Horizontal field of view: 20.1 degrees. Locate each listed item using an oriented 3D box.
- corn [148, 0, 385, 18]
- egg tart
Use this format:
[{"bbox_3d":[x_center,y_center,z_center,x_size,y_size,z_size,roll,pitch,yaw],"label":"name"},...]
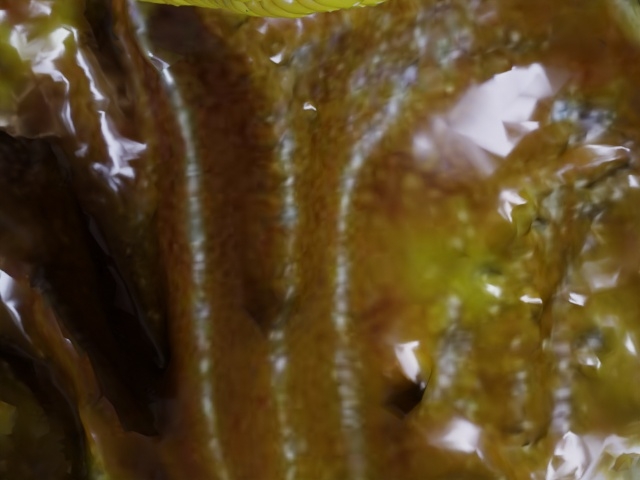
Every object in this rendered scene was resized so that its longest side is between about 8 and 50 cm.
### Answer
[{"bbox_3d":[-0.032,-0.085,0.394,0.068,0.068,0.207,16,-176,-26],"label":"corn"},{"bbox_3d":[0.000,0.000,0.581,0.351,0.339,0.153,42,-168,17],"label":"egg tart"}]
